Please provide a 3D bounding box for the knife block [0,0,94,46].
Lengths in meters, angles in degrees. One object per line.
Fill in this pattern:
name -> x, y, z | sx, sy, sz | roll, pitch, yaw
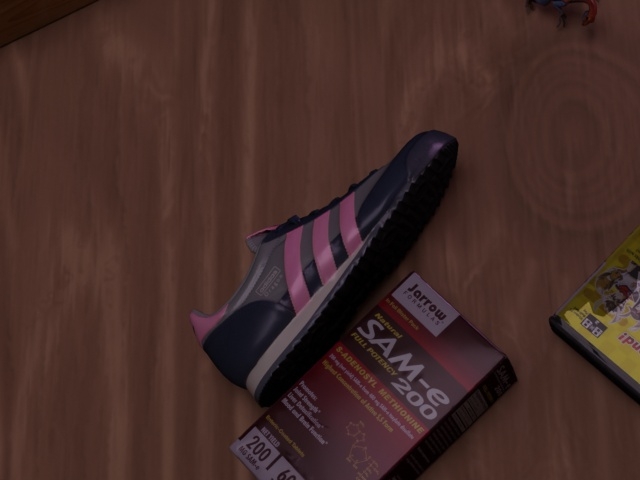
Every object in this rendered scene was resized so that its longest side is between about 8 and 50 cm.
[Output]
knife block -> -0.283, -0.315, 1.628 | 0.275, 0.242, 0.088 | -51, 51, 43

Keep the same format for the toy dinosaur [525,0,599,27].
toy dinosaur -> 0.238, -0.243, 1.446 | 0.082, 0.090, 0.047 | 23, 91, 55

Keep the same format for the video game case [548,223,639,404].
video game case -> 0.388, 0.072, 1.286 | 0.248, 0.035, 0.275 | -45, 64, -6

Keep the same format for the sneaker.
sneaker -> 0.000, 0.000, 1.385 | 0.131, 0.112, 0.319 | 36, 80, 23

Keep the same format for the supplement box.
supplement box -> 0.050, 0.159, 1.326 | 0.239, 0.073, 0.130 | -44, 63, -6
